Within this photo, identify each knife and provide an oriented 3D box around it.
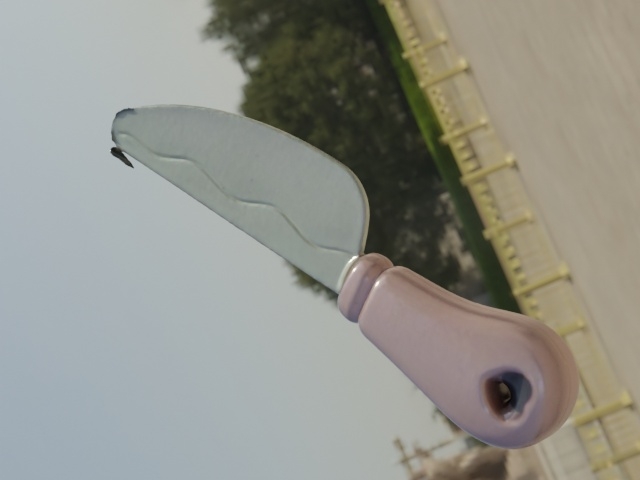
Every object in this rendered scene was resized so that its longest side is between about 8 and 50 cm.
[{"bbox_3d":[0.002,-0.002,0.752,0.336,0.081,0.043,36,-158,22],"label":"knife"}]
